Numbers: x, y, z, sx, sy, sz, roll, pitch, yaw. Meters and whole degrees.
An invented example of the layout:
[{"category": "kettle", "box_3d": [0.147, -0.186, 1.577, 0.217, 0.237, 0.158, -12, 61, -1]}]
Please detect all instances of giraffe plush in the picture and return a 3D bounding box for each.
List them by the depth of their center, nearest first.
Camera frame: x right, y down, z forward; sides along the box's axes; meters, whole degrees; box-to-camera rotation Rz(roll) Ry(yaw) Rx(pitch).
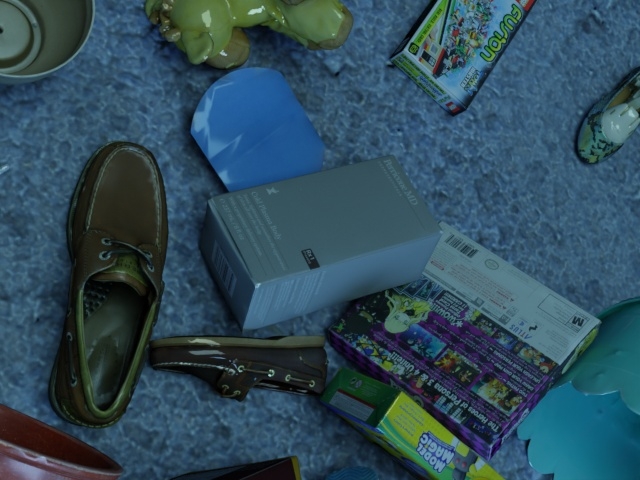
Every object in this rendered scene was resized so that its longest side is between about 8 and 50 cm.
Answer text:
[{"category": "giraffe plush", "box_3d": [-0.094, -0.260, 1.204, 0.170, 0.181, 0.210, -42, 111, -4]}]

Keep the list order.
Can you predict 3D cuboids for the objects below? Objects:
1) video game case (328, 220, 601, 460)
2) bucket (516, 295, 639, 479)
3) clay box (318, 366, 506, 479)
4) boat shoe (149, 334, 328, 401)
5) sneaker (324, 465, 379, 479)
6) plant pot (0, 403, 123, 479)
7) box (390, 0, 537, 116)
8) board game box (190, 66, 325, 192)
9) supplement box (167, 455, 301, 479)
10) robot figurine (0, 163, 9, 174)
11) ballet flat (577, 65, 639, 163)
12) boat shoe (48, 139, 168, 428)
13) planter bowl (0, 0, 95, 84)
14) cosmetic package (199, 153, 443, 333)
[{"category": "video game case", "box_3d": [0.163, 0.105, 1.236, 0.232, 0.042, 0.210, 34, 61, 26]}, {"category": "bucket", "box_3d": [0.392, 0.210, 1.276, 0.281, 0.281, 0.183, 49, 59, -9]}, {"category": "clay box", "box_3d": [0.113, 0.230, 1.194, 0.222, 0.127, 0.053, 43, 76, -25]}, {"category": "boat shoe", "box_3d": [-0.084, 0.137, 1.169, 0.207, 0.073, 0.073, 4, 82, -25]}, {"category": "sneaker", "box_3d": [0.045, 0.341, 1.123, 0.087, 0.229, 0.092, -10, 120, 8]}, {"category": "plant pot", "box_3d": [-0.347, 0.268, 0.928, 0.272, 0.272, 0.265, 26, 81, -19]}, {"category": "box", "box_3d": [0.187, -0.272, 1.393, 0.114, 0.036, 0.207, 39, 67, -14]}, {"category": "board game box", "box_3d": [-0.074, -0.113, 1.242, 0.133, 0.033, 0.169, -40, 109, -23]}, {"category": "supplement box", "box_3d": [-0.094, 0.323, 1.044, 0.129, 0.194, 0.191, -13, 84, 18]}, {"category": "robot figurine", "box_3d": [-0.457, -0.016, 0.952, 0.353, 0.200, 0.300, 2, 119, -25]}, {"category": "ballet flat", "box_3d": [0.414, -0.179, 1.466, 0.070, 0.070, 0.188, 45, 66, -11]}, {"category": "boat shoe", "box_3d": [-0.203, 0.038, 1.114, 0.110, 0.104, 0.307, 9, 77, -23]}, {"category": "planter bowl", "box_3d": [-0.322, -0.228, 1.107, 0.162, 0.109, 0.162, 5, 78, -25]}, {"category": "cosmetic package", "box_3d": [0.000, 0.000, 1.200, 0.238, 0.107, 0.127, -18, 61, -25]}]
